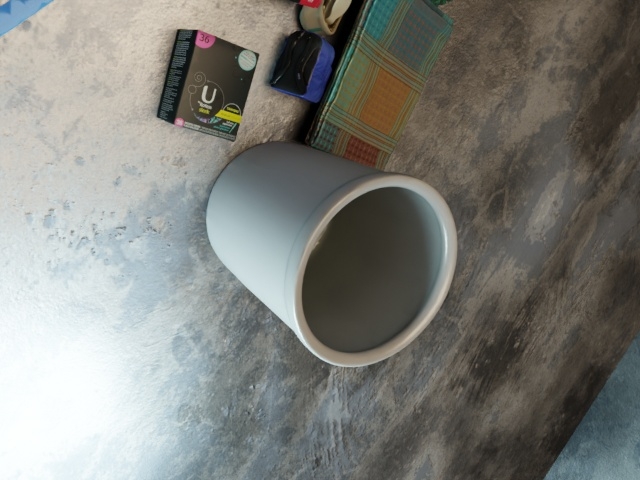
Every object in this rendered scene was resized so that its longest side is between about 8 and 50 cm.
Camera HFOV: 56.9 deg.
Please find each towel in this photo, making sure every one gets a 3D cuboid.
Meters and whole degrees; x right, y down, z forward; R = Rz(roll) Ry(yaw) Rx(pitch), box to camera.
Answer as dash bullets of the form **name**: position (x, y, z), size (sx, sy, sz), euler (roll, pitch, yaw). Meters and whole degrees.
- **towel**: position (0.131, -0.333, 1.222), size (0.271, 0.040, 0.371), euler (13, 105, -49)

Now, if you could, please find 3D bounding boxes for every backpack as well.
- **backpack**: position (-0.029, -0.334, 1.132), size (0.101, 0.097, 0.120), euler (0, 110, -64)

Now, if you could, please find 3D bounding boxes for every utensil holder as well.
- **utensil holder**: position (0.000, 0.000, 1.094), size (0.327, 0.385, 0.328), euler (-12, 113, -29)

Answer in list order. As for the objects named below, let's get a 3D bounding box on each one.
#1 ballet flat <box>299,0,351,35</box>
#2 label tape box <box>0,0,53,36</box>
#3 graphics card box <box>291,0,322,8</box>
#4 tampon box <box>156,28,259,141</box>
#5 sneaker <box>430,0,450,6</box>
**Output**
- **ballet flat**: position (0.051, -0.501, 1.127), size (0.086, 0.086, 0.249), euler (28, 91, -37)
- **label tape box**: position (-0.488, -0.456, 0.770), size (0.249, 0.115, 0.348), euler (-42, 123, -13)
- **graphics card box**: position (-0.116, -0.524, 0.929), size (0.370, 0.094, 0.233), euler (0, 149, -34)
- **tampon box**: position (-0.199, -0.271, 1.036), size (0.120, 0.101, 0.161), euler (10, 102, -36)
- **sneaker**: position (0.263, -0.567, 1.264), size (0.223, 0.083, 0.098), euler (-20, 79, -12)
